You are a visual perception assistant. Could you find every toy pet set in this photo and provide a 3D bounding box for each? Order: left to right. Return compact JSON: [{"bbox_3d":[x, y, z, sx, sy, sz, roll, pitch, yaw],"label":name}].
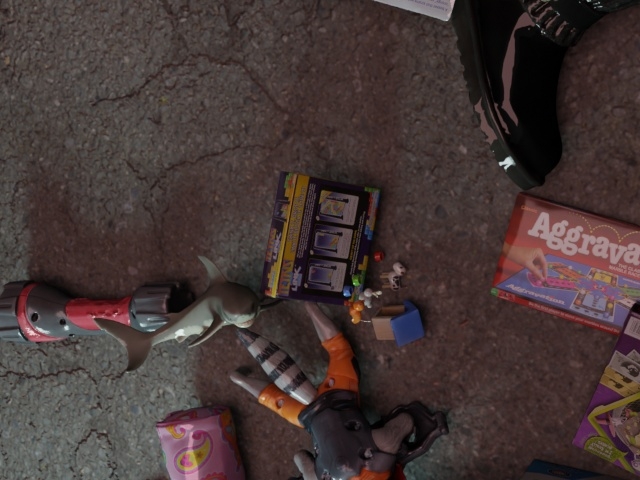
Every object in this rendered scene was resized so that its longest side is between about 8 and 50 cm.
[{"bbox_3d":[0.097,0.086,1.614,0.065,0.122,0.114,-4,114,30],"label":"toy pet set"}]

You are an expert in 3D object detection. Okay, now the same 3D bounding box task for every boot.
[{"bbox_3d":[0.307,-0.255,1.465,0.260,0.131,0.348,-15,92,28],"label":"boot"}]

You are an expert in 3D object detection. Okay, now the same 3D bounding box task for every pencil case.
[{"bbox_3d":[-0.162,0.387,1.748,0.124,0.124,0.284,-11,92,23],"label":"pencil case"}]

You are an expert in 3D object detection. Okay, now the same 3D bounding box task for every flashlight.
[{"bbox_3d":[-0.346,0.104,1.800,0.304,0.103,0.103,-5,99,24],"label":"flashlight"}]

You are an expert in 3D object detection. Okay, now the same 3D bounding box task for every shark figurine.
[{"bbox_3d":[-0.173,0.085,1.664,0.278,0.166,0.116,-20,95,37],"label":"shark figurine"}]

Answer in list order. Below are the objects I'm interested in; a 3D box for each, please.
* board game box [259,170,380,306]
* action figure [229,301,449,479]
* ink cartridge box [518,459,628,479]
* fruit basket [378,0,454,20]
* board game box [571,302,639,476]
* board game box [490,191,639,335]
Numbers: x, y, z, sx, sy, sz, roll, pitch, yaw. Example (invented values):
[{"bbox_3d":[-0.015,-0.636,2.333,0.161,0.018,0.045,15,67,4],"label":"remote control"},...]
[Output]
[{"bbox_3d":[0.000,0.000,1.618,0.048,0.141,0.170,14,94,59],"label":"board game box"},{"bbox_3d":[-0.019,0.281,1.643,0.341,0.178,0.330,-40,64,9],"label":"action figure"},{"bbox_3d":[0.319,0.422,1.479,0.198,0.270,0.197,10,100,21],"label":"ink cartridge box"},{"bbox_3d":[0.087,-0.488,1.515,0.327,0.165,0.353,22,107,30],"label":"fruit basket"},{"bbox_3d":[0.514,0.241,1.484,0.347,0.056,0.208,25,109,17],"label":"board game box"},{"bbox_3d":[0.374,0.044,1.544,0.281,0.027,0.145,17,102,19],"label":"board game box"}]
